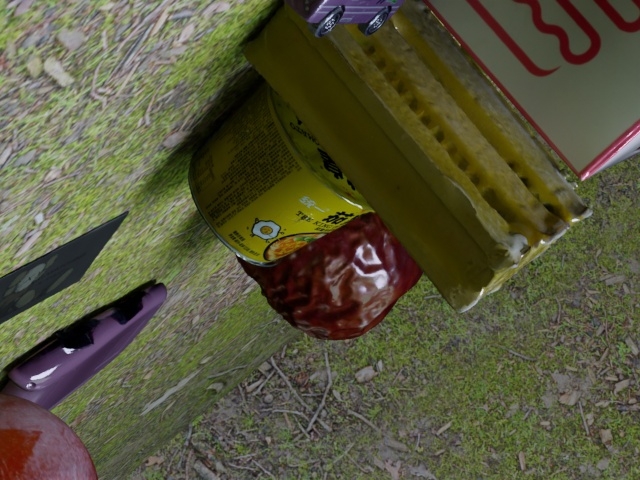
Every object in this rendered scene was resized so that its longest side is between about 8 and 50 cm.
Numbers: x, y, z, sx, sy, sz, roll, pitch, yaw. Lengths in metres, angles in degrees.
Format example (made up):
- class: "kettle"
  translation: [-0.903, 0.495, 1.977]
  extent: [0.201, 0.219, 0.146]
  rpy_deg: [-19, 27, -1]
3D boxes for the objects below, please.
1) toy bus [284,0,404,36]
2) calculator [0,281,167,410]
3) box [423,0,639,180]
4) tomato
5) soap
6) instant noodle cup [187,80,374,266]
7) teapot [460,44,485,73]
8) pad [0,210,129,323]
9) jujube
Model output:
- class: "toy bus"
  translation: [0.020, -0.223, 1.232]
  extent: [0.098, 0.087, 0.178]
  rpy_deg: [-51, 167, 21]
- class: "calculator"
  translation: [-0.292, 0.145, 1.879]
  extent: [0.294, 0.043, 0.194]
  rpy_deg: [-34, 168, -50]
- class: "box"
  translation: [0.275, -0.270, 1.384]
  extent: [0.300, 0.312, 0.314]
  rpy_deg: [-43, 171, 22]
- class: "tomato"
  translation: [-0.368, 0.280, 1.589]
  extent: [0.270, 0.227, 0.270]
  rpy_deg: [-44, 155, -27]
- class: "soap"
  translation: [0.090, -0.099, 1.406]
  extent: [0.091, 0.315, 0.199]
  rpy_deg: [-45, 172, 32]
- class: "instant noodle cup"
  translation: [-0.035, -0.069, 1.536]
  extent: [0.144, 0.182, 0.182]
  rpy_deg: [-35, 176, 28]
- class: "teapot"
  translation: [0.240, -0.271, 1.955]
  extent: [0.119, 0.130, 0.165]
  rpy_deg: [-60, -161, 19]
- class: "pad"
  translation: [-0.276, 0.040, 1.534]
  extent: [0.190, 0.004, 0.127]
  rpy_deg: [-33, 168, -48]
- class: "jujube"
  translation: [0.000, 0.000, 1.806]
  extent: [0.213, 0.232, 0.213]
  rpy_deg: [-42, 174, -5]
